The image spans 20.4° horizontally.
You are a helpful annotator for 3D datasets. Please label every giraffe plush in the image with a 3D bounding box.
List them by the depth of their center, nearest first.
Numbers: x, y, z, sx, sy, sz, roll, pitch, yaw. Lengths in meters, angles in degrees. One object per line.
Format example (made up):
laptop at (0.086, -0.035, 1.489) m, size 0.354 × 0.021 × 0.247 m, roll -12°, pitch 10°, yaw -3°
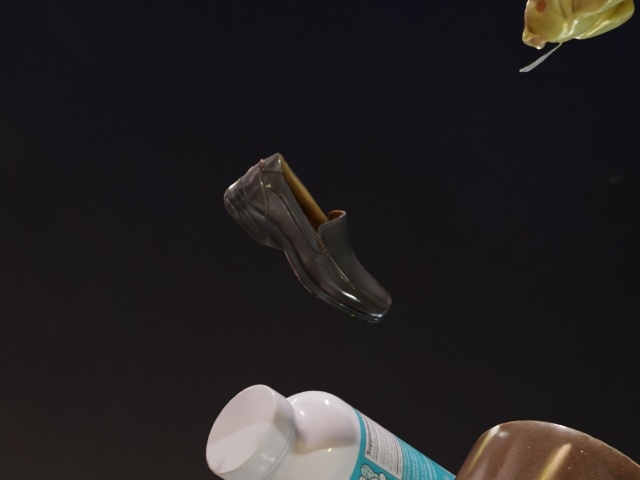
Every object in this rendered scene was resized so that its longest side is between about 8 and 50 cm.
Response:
giraffe plush at (0.266, -0.311, 1.940) m, size 0.170 × 0.210 × 0.181 m, roll 61°, pitch 16°, yaw 8°

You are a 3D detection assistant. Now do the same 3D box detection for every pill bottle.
pill bottle at (0.020, 0.236, 1.655) m, size 0.264 × 0.146 × 0.146 m, roll 35°, pitch -2°, yaw -29°

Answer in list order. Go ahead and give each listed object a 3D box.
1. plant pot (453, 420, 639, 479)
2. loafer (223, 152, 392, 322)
plant pot at (0.140, 0.288, 1.314) m, size 0.215 × 0.230 × 0.215 m, roll 27°, pitch -39°, yaw 24°
loafer at (0.000, 0.000, 1.467) m, size 0.170 × 0.061 × 0.062 m, roll 41°, pitch 19°, yaw -12°
